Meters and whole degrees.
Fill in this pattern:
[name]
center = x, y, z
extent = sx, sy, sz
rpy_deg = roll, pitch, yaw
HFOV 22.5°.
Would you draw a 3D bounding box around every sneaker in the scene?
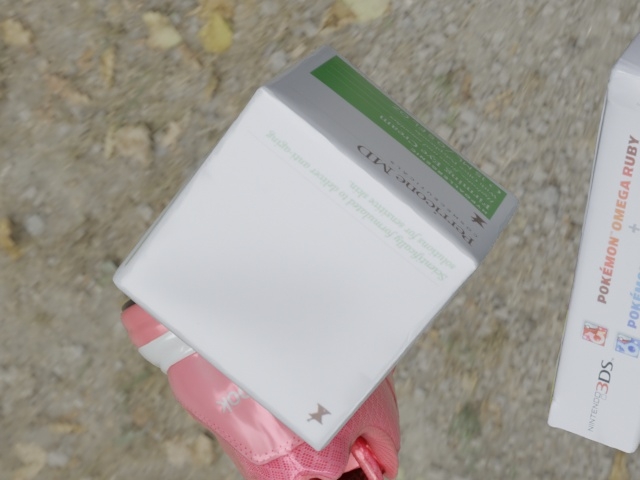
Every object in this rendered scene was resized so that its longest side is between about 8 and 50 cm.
[sneaker]
center = -0.011, 0.090, 0.848
extent = 0.116, 0.314, 0.136
rpy_deg = -30, 76, 7

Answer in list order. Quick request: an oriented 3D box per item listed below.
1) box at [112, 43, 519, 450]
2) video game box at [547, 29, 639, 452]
[box]
center = 0.000, 0.000, 0.600
extent = 0.101, 0.087, 0.102
rpy_deg = 40, 115, 2
[video game box]
center = 0.166, -0.039, 0.698
extent = 0.048, 0.205, 0.187
rpy_deg = 23, 134, 19
